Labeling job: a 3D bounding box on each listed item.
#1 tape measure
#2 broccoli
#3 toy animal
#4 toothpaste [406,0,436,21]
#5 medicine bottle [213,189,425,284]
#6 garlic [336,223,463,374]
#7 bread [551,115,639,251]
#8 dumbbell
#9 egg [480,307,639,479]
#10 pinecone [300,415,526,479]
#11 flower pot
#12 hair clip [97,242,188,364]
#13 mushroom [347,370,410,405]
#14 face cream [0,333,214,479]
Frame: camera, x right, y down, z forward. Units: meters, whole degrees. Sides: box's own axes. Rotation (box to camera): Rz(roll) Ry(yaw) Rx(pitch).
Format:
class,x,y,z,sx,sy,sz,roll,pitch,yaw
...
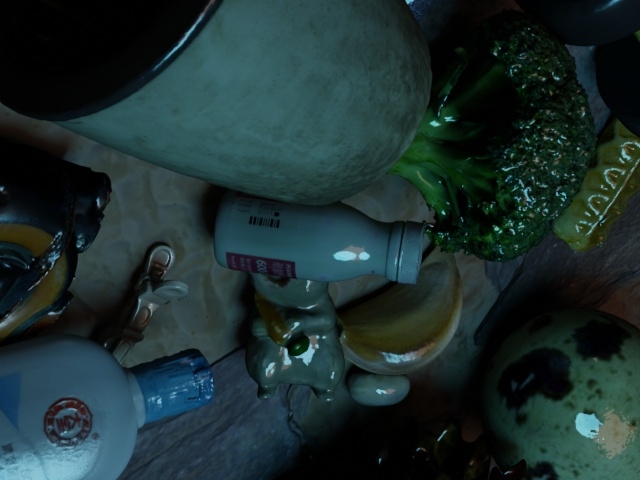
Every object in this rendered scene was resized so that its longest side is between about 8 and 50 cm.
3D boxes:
class,x,y,z,sx,sy,sz,roll,pitch,yaw
tape measure,-0.317,0.007,0.937,0.202,0.135,0.223,18,114,-52
broccoli,0.155,-0.110,1.124,0.298,0.297,0.297,0,122,-11
toy animal,-0.031,0.057,1.213,0.125,0.127,0.251,-8,107,-40
toothpaste,0.087,-0.252,1.114,0.071,0.045,0.193,22,118,-42
medicine bottle,0.000,0.000,1.113,0.217,0.090,0.090,8,124,8
garlic,0.117,0.100,1.351,0.207,0.128,0.115,-42,160,-14
bread,0.434,-0.146,1.420,0.367,0.084,0.077,-60,176,16
dumbbell,0.372,-0.265,1.199,0.322,0.204,0.203,31,99,-44
egg,0.381,0.256,1.520,0.288,0.287,0.379,-42,149,-4
pinecone,0.114,0.413,1.385,0.398,0.398,0.397,-19,130,-25
flower pot,-0.074,-0.176,0.887,0.293,0.293,0.330,-52,140,6
hair clip,-0.216,0.111,1.130,0.034,0.072,0.226,27,103,-41
mushroom,0.078,0.184,1.405,0.085,0.085,0.079,6,75,-39
face cream,-0.259,0.173,0.978,0.337,0.080,0.162,-13,93,-32
